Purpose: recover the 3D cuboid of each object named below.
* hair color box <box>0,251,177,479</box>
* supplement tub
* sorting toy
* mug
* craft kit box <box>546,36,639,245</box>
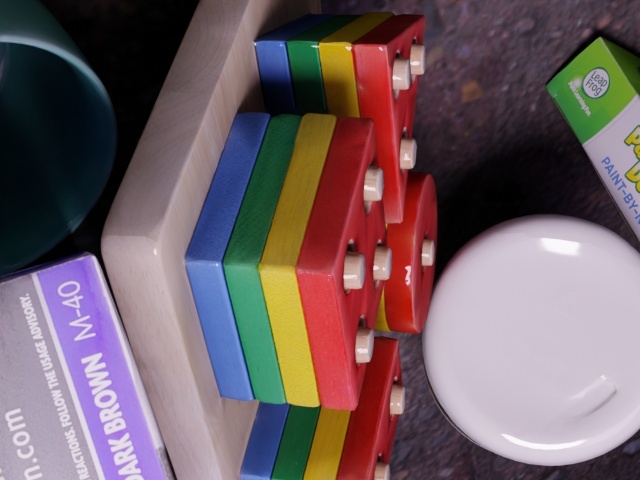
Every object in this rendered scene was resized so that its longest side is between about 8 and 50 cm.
[{"bbox_3d":[-0.117,0.107,0.574,0.110,0.339,0.185,-18,92,-9],"label":"hair color box"},{"bbox_3d":[0.136,0.066,0.856,0.144,0.144,0.199,-39,171,-1],"label":"supplement tub"},{"bbox_3d":[0.000,0.000,0.661,0.089,0.255,0.257,4,137,13],"label":"sorting toy"},{"bbox_3d":[-0.179,-0.051,0.597,0.158,0.097,0.129,-27,139,-13],"label":"mug"},{"bbox_3d":[0.283,0.004,0.879,0.250,0.246,0.061,16,128,-45],"label":"craft kit box"}]
